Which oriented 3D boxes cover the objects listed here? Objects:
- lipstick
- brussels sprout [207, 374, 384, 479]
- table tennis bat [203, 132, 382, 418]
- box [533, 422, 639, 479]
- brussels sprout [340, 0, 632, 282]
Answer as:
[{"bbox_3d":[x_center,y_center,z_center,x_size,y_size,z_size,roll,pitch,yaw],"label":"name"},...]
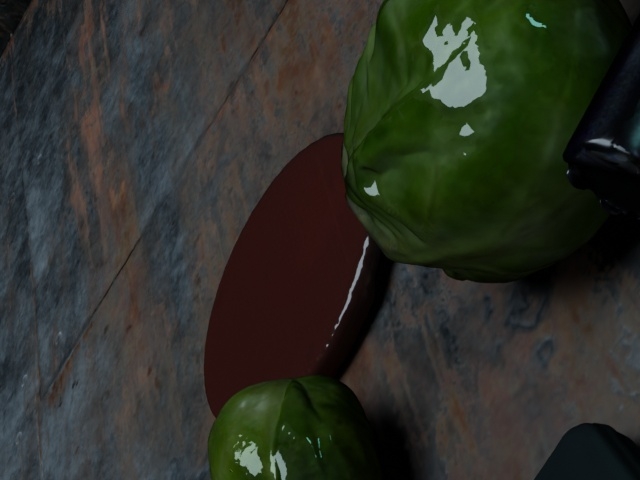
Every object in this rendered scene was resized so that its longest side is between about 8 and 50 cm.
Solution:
[{"bbox_3d":[0.258,-0.183,0.878,0.077,0.077,0.418,-15,36,58],"label":"lipstick"},{"bbox_3d":[-0.015,0.172,1.186,0.131,0.145,0.183,-33,41,8],"label":"brussels sprout"},{"bbox_3d":[0.000,0.000,1.385,0.414,0.051,0.268,-55,29,27],"label":"table tennis bat"},{"bbox_3d":[0.169,0.226,0.884,0.160,0.050,0.230,-59,27,16],"label":"box"},{"bbox_3d":[0.117,-0.082,1.058,0.244,0.244,0.244,-43,36,41],"label":"brussels sprout"}]
